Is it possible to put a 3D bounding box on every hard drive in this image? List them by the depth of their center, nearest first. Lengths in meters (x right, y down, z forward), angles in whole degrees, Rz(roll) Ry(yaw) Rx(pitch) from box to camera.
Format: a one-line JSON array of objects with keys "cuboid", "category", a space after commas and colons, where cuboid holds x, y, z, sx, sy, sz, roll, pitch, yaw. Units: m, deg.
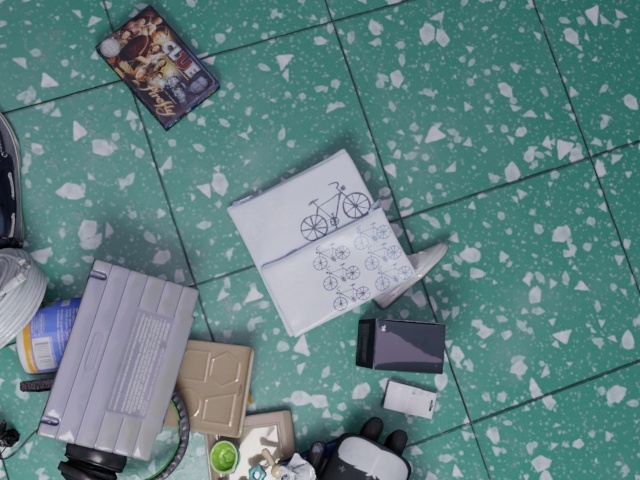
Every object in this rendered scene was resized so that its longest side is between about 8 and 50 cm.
[{"cuboid": [-0.563, 0.302, 1.622, 0.094, 0.135, 0.022, -5, 80, -7], "category": "hard drive"}]

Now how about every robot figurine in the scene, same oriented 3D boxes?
[{"cuboid": [0.083, 0.513, 1.615, 0.173, 0.209, 0.278, 49, 61, -42], "category": "robot figurine"}]

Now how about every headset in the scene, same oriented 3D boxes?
[{"cuboid": [-0.472, 0.404, 1.610, 0.395, 0.185, 0.243, -1, 74, -11], "category": "headset"}]

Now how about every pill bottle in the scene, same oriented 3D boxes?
[{"cuboid": [-0.485, 0.193, 1.637, 0.272, 0.152, 0.152, -7, 84, -8], "category": "pill bottle"}]

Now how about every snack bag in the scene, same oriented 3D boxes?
[{"cuboid": [0.000, 0.000, 1.740, 0.323, 0.037, 0.342, -26, 87, 5], "category": "snack bag"}]

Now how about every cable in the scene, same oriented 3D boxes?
[{"cuboid": [-0.678, 0.128, 1.582, 0.257, 0.257, 0.089, -48, 125, -8], "category": "cable"}]

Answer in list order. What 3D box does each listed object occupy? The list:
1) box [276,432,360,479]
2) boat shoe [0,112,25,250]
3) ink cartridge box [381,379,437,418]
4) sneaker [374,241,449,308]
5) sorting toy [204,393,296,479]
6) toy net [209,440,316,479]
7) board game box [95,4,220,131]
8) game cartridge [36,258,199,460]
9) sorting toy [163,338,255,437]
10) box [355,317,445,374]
[{"cuboid": [0.027, 0.515, 1.701, 0.225, 0.036, 0.136, -16, 85, -23], "category": "box"}, {"cuboid": [-0.708, -0.141, 1.645, 0.127, 0.158, 0.340, -14, 85, -8], "category": "boat shoe"}, {"cuboid": [0.201, 0.362, 1.760, 0.115, 0.029, 0.062, 15, 81, -6], "category": "ink cartridge box"}, {"cuboid": [0.196, 0.058, 1.775, 0.212, 0.080, 0.094, -38, 77, -8], "category": "sneaker"}, {"cuboid": [-0.151, 0.472, 1.699, 0.196, 0.047, 0.347, -6, 84, -11], "category": "sorting toy"}, {"cuboid": [-0.124, 0.488, 1.600, 0.232, 0.045, 0.122, 2, 73, 24], "category": "toy net"}, {"cuboid": [-0.370, -0.395, 1.773, 0.165, 0.042, 0.243, -42, 90, -10], "category": "board game box"}, {"cuboid": [-0.393, 0.237, 1.541, 0.230, 0.068, 0.354, 20, 76, -21], "category": "game cartridge"}, {"cuboid": [-0.244, 0.315, 1.672, 0.209, 0.038, 0.192, 3, 77, 20], "category": "sorting toy"}, {"cuboid": [0.169, 0.228, 1.680, 0.153, 0.207, 0.108, 5, 83, -6], "category": "box"}]
